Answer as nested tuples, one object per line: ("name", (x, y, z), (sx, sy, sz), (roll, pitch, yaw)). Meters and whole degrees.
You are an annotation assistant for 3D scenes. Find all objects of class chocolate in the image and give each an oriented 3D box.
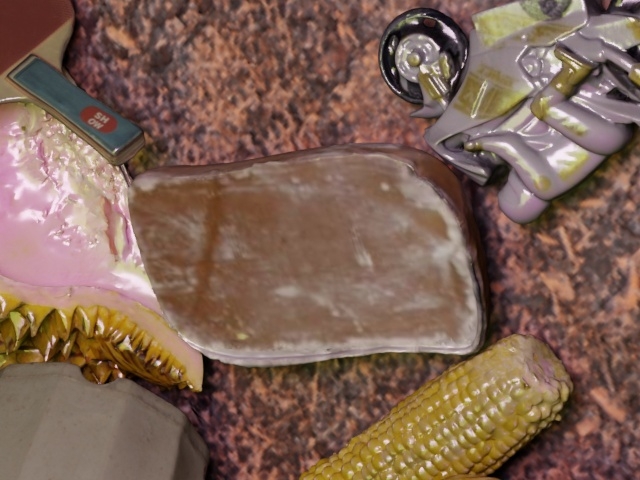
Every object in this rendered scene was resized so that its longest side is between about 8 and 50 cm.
("chocolate", (0.001, 0.001, 1.130), (0.254, 0.080, 0.157), (-4, 114, 28))

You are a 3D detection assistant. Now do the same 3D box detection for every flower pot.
("flower pot", (-0.193, 0.238, 1.134), (0.290, 0.259, 0.290), (10, 141, 8))

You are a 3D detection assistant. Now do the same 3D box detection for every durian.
("durian", (-0.236, 0.025, 1.235), (0.305, 0.185, 0.195), (55, 139, -2))

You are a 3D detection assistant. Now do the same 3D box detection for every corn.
("corn", (0.054, 0.165, 1.139), (0.288, 0.086, 0.086), (-42, 82, 24))

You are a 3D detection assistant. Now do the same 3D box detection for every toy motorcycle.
("toy motorcycle", (0.146, -0.087, 1.052), (0.225, 0.073, 0.152), (-5, 100, 26))

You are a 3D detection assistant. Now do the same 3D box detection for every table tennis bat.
("table tennis bat", (-0.234, -0.138, 1.178), (0.274, 0.154, 0.021), (36, 156, 21))

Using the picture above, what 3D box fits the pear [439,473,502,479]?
("pear", (0.129, 0.279, 1.035), (0.271, 0.271, 0.271), (5, 102, 23))
